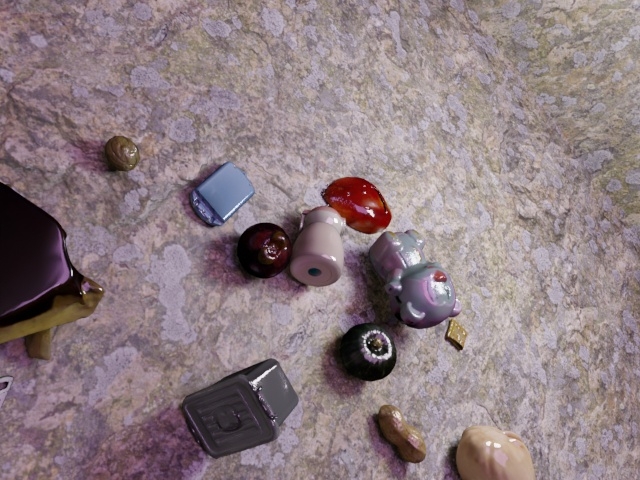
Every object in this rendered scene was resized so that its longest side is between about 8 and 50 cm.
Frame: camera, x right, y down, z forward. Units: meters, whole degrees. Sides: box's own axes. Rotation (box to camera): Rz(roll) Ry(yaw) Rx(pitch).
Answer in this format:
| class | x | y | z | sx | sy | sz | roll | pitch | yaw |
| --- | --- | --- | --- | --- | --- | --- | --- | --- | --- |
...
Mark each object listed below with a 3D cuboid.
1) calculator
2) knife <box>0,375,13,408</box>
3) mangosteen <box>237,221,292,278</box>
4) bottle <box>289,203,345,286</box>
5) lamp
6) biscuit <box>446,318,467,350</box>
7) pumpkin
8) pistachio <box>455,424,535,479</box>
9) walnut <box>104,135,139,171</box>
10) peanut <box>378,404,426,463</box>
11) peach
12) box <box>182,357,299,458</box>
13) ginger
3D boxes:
| class | x | y | z | sx | sy | sz | roll | pitch | yaw |
| --- | --- | --- | --- | --- | --- | --- | --- | --- | --- |
| calculator | -0.258 | -0.127 | 1.723 | 0.121 | 0.039 | 0.210 | 51 | 46 | -13 |
| knife | -0.641 | 0.379 | 1.180 | 0.043 | 0.020 | 0.292 | 32 | 52 | -24 |
| mangosteen | -0.140 | 0.023 | 1.683 | 0.153 | 0.153 | 0.152 | 18 | 60 | -34 |
| bottle | 0.000 | 0.000 | 1.823 | 0.148 | 0.148 | 0.236 | 33 | 45 | -25 |
| lamp | 0.262 | 0.137 | 1.945 | 0.247 | 0.247 | 0.301 | -2 | 50 | -45 |
| biscuit | 0.454 | 0.313 | 2.150 | 0.083 | 0.018 | 0.081 | 42 | 49 | -19 |
| pumpkin | 0.135 | 0.312 | 1.804 | 0.167 | 0.125 | 0.167 | 8 | 76 | -34 |
| pistachio | 0.537 | 0.692 | 1.945 | 0.317 | 0.214 | 0.193 | 57 | 5 | -14 |
| walnut | -0.475 | -0.209 | 1.547 | 0.092 | 0.092 | 0.092 | 18 | 60 | -34 |
| peanut | 0.229 | 0.540 | 1.812 | 0.192 | 0.089 | 0.089 | 53 | 47 | -10 |
| peach | 0.131 | -0.125 | 2.039 | 0.279 | 0.068 | 0.188 | 12 | 62 | -37 |
| box | -0.173 | 0.369 | 1.448 | 0.163 | 0.243 | 0.135 | 60 | 33 | -2 |
| ginger | -0.657 | 0.075 | 1.212 | 0.413 | 0.211 | 0.358 | 41 | 62 | -7 |
